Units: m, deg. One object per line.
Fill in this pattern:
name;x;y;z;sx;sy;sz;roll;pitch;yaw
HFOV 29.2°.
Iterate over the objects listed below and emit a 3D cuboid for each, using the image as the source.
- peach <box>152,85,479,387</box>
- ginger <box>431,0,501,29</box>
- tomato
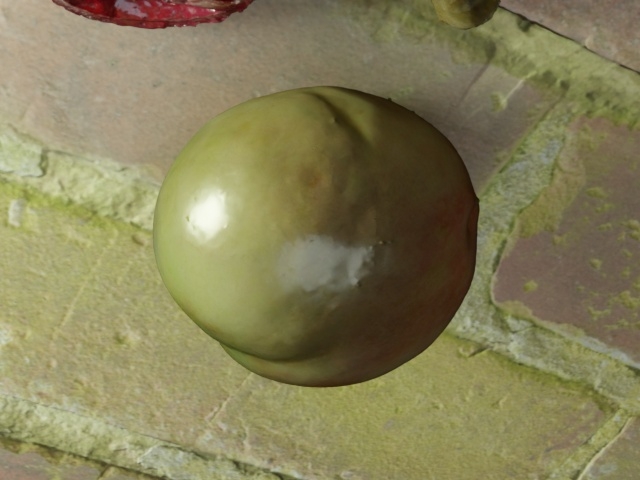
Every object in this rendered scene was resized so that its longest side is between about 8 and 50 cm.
peach;0.001;0.000;1.110;0.292;0.247;0.292;10;132;12
ginger;0.106;-0.315;0.985;0.148;0.081;0.333;-15;131;24
tomato;-0.136;-0.244;0.994;0.173;0.099;0.189;12;167;-36
